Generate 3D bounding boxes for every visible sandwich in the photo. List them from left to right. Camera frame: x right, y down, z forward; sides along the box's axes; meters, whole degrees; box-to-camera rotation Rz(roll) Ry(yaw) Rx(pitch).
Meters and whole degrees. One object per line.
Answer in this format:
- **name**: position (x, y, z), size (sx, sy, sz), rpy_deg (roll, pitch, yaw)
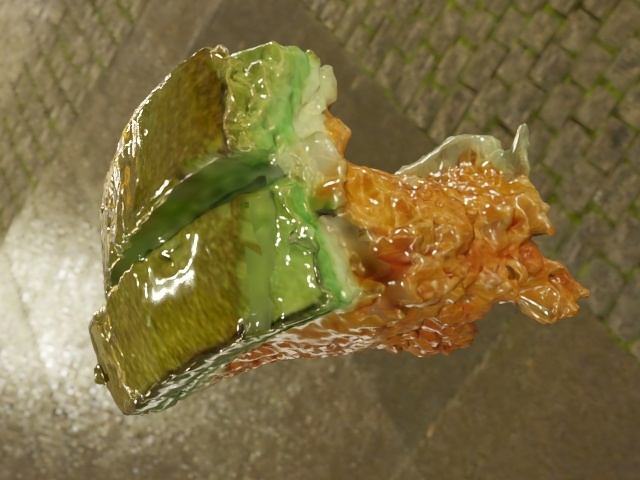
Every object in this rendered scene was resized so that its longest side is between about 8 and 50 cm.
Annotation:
- **sandwich**: position (-0.005, 0.003, 0.538), size (0.185, 0.160, 0.109), rpy_deg (-36, 59, 56)
